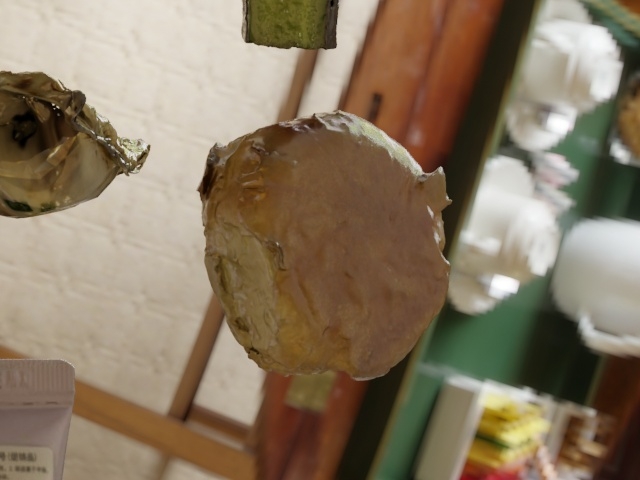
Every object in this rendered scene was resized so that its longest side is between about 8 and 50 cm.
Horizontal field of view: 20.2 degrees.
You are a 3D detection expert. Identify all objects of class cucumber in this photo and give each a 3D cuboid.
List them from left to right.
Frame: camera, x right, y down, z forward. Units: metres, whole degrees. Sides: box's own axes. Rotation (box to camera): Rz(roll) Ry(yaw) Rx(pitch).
[{"bbox_3d":[-0.018,-0.254,1.382,0.062,0.078,0.211,-84,178,-72],"label":"cucumber"}]

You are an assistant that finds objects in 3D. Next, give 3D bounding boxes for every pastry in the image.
[{"bbox_3d":[0.000,0.000,1.424,0.229,0.100,0.218,42,61,-27],"label":"pastry"}]

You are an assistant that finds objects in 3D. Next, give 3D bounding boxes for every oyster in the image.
[{"bbox_3d":[-0.148,-0.044,0.884,0.108,0.053,0.165,-26,153,8],"label":"oyster"}]

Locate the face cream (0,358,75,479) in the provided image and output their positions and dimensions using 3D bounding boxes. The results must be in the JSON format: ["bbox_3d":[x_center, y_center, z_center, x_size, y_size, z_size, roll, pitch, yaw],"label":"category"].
[{"bbox_3d":[-0.215,0.204,1.031,0.154,0.096,0.274,4,87,-30],"label":"face cream"}]
